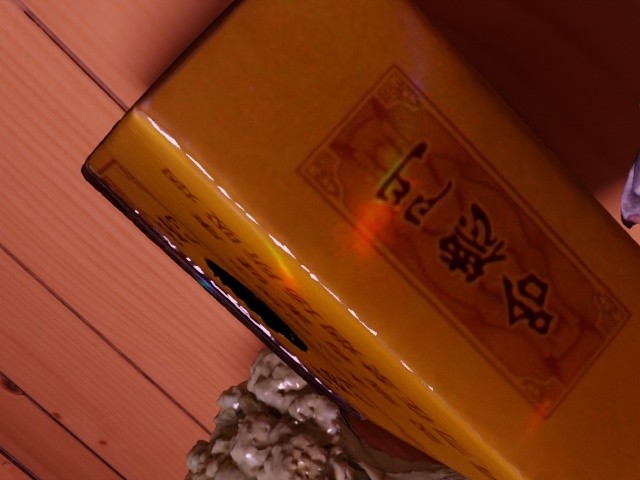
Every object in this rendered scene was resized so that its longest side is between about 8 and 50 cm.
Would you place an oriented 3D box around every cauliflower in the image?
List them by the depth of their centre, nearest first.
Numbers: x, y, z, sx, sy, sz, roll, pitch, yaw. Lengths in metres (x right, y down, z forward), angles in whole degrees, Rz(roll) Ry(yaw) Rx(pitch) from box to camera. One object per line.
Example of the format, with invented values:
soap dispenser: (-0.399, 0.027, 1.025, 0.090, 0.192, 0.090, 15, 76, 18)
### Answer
cauliflower: (-0.006, 0.250, 0.947, 0.260, 0.281, 0.327, 29, 109, 44)

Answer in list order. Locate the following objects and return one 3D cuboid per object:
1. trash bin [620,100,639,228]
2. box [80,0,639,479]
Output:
trash bin: (0.246, -0.044, 0.352, 0.239, 0.161, 0.184, 29, 150, 5)
box: (0.000, 0.000, 0.580, 0.264, 0.116, 0.415, 43, 169, -14)
